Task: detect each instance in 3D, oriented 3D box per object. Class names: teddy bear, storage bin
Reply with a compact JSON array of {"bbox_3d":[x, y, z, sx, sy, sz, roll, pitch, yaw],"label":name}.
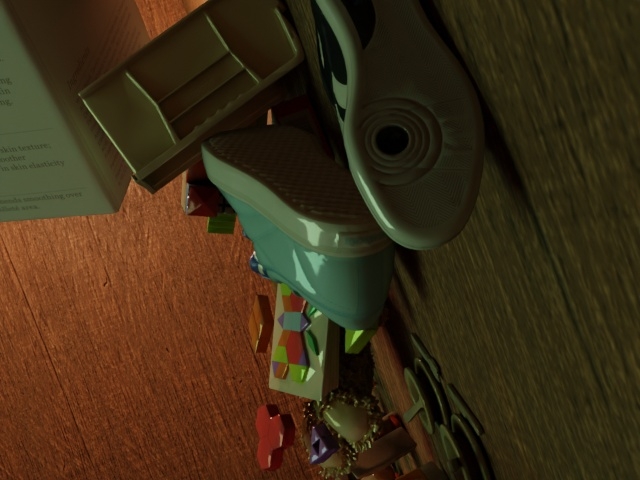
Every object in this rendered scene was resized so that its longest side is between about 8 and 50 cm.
[{"bbox_3d":[0.017,0.130,1.131,0.338,0.113,0.245,-111,25,-49],"label":"teddy bear"},{"bbox_3d":[-0.154,-0.189,1.124,0.123,0.260,0.262,54,175,-4],"label":"storage bin"}]

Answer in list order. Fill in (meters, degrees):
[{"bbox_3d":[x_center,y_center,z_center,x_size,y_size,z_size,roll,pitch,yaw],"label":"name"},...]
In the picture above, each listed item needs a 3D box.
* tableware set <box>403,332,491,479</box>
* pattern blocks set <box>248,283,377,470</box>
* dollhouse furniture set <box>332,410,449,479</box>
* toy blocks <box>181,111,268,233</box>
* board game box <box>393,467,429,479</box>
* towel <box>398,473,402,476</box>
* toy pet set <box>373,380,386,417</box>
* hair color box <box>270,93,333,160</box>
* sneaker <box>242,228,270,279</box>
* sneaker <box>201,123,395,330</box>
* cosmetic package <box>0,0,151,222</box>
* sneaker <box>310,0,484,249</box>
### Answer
[{"bbox_3d":[0.119,0.192,0.890,0.194,0.039,0.128,-122,14,-63],"label":"tableware set"},{"bbox_3d":[-0.020,0.096,1.034,0.285,0.026,0.325,-31,57,55],"label":"pattern blocks set"},{"bbox_3d":[0.117,0.356,1.203,0.259,0.135,0.262,42,153,53],"label":"dollhouse furniture set"},{"bbox_3d":[-0.165,-0.186,1.429,0.261,0.190,0.382,-145,59,-76],"label":"toy blocks"},{"bbox_3d":[0.019,0.509,0.859,0.356,0.356,0.356,57,160,27],"label":"board game box"},{"bbox_3d":[0.154,0.447,1.517,0.060,0.009,0.083,167,84,-84],"label":"towel"},{"bbox_3d":[0.083,0.262,1.443,0.122,0.065,0.114,155,130,-81],"label":"toy pet set"},{"bbox_3d":[-0.024,-0.111,1.144,0.167,0.053,0.093,102,147,-75],"label":"hair color box"},{"bbox_3d":[-0.045,0.050,1.472,0.112,0.131,0.296,80,168,-46],"label":"sneaker"},{"bbox_3d":[-0.039,-0.019,0.939,0.366,0.135,0.150,-133,38,-59],"label":"sneaker"},{"bbox_3d":[-0.465,-0.272,1.276,0.394,0.329,0.327,74,-161,-45],"label":"cosmetic package"},{"bbox_3d":[0.047,-0.081,0.557,0.121,0.079,0.217,78,179,-69],"label":"sneaker"}]
